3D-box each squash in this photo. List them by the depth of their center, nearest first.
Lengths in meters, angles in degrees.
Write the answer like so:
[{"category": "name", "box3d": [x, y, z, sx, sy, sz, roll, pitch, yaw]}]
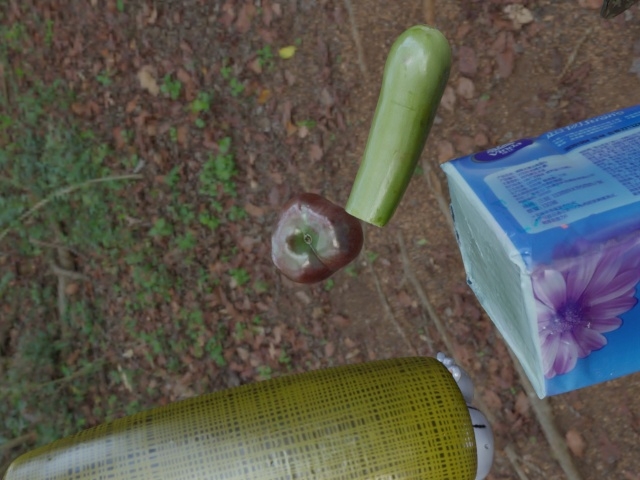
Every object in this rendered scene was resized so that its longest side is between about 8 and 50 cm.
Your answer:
[{"category": "squash", "box3d": [0.097, -0.143, 0.936, 0.083, 0.083, 0.250, 33, 112, 43]}]

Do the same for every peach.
[{"category": "peach", "box3d": [0.000, 0.000, 1.232, 0.152, 0.152, 0.152, 18, 113, 48]}]

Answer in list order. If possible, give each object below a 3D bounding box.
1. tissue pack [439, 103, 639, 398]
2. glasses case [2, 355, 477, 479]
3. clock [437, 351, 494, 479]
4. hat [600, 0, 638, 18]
[{"category": "tissue pack", "box3d": [0.254, -0.010, 0.580, 0.198, 0.263, 0.146, -105, -2, -63]}, {"category": "glasses case", "box3d": [-0.040, 0.112, 0.372, 0.064, 0.234, 0.079, 89, 167, -69]}, {"category": "clock", "box3d": [0.162, 0.216, 0.931, 0.176, 0.080, 0.117, -114, 28, -78]}, {"category": "hat", "box3d": [0.306, -0.244, 0.692, 0.050, 0.121, 0.121, 46, 132, 29]}]
